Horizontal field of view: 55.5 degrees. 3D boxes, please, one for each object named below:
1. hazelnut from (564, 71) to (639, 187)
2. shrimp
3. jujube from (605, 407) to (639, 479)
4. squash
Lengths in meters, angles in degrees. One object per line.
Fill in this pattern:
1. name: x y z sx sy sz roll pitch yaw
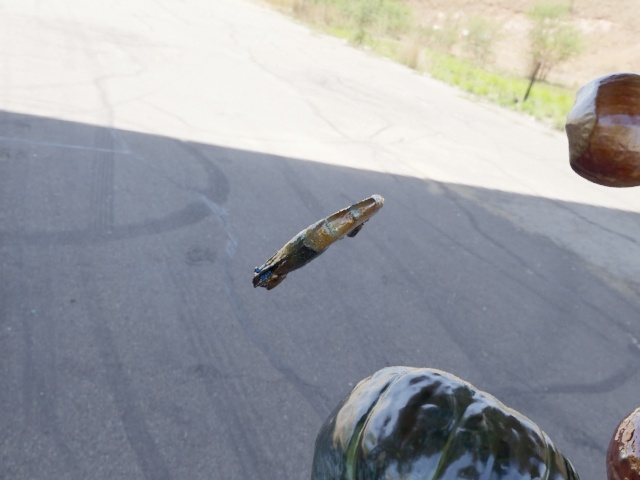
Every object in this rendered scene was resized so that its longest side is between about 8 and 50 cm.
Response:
1. hazelnut: 0.397 -0.146 0.796 0.143 0.154 0.143 14 -14 4
2. shrimp: 0.000 0.000 1.134 0.054 0.290 0.222 56 17 4
3. jujube: 0.439 0.313 0.688 0.189 0.190 0.255 8 56 -11
4. squash: 0.110 0.231 0.558 0.252 0.252 0.165 23 51 25
